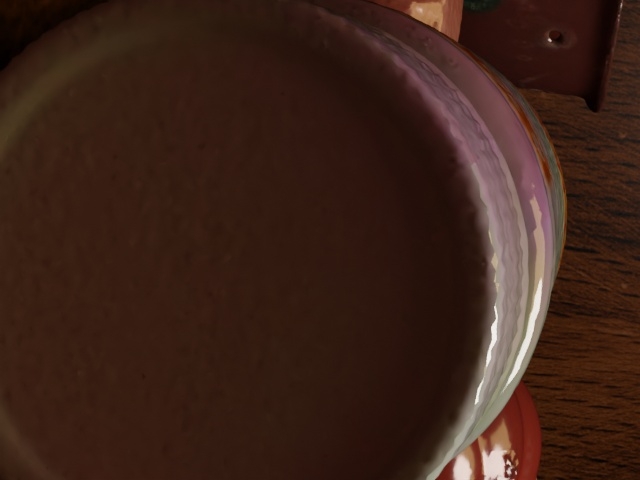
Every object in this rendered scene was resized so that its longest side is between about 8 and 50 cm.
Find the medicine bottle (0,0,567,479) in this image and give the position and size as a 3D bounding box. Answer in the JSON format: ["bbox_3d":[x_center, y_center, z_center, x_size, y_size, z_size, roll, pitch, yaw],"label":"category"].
[{"bbox_3d":[0.000,0.000,0.577,0.388,0.219,0.219,-20,116,-75],"label":"medicine bottle"}]

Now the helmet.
[{"bbox_3d":[0.135,-0.290,1.042,0.385,0.230,0.337,-81,173,-59],"label":"helmet"}]

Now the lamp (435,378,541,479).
[{"bbox_3d":[0.045,0.161,0.853,0.227,0.227,0.226,6,90,-78],"label":"lamp"}]

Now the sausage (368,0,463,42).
[{"bbox_3d":[0.032,-0.193,0.840,0.148,0.148,0.254,61,32,-70],"label":"sausage"}]
